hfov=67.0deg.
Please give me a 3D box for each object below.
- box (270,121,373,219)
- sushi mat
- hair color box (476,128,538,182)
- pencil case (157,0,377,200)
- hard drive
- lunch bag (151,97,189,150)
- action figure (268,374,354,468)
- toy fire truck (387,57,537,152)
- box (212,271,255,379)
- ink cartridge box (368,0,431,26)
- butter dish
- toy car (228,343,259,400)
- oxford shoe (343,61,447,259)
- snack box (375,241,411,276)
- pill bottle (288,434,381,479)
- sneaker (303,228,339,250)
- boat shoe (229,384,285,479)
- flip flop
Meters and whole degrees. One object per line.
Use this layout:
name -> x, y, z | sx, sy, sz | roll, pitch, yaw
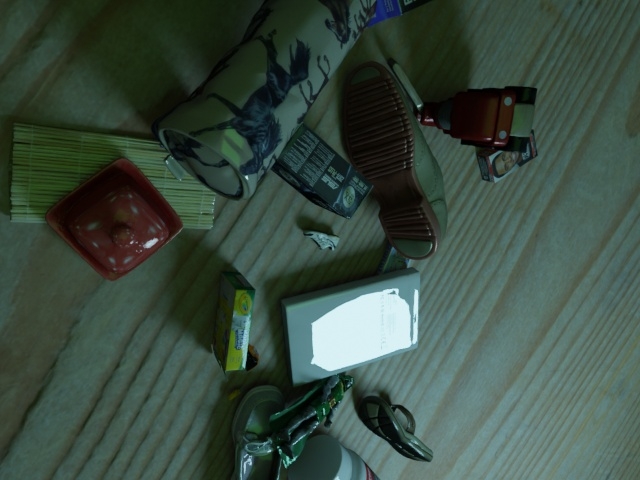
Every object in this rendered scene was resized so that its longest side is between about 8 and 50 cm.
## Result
box -> -0.020, -0.129, 0.860 | 0.180, 0.147, 0.077 | 37, 86, -31
sushi mat -> -0.325, -0.097, 0.791 | 0.317, 0.019, 0.151 | 2, 105, -27
hair color box -> 0.437, -0.199, 1.128 | 0.141, 0.043, 0.072 | -32, 117, -14
pencil case -> -0.077, -0.256, 0.732 | 0.160, 0.184, 0.410 | 41, 74, -34
hard drive -> 0.072, 0.184, 1.044 | 0.308, 0.040, 0.202 | -12, 114, -19
lunch bag -> -0.223, -0.183, 0.785 | 0.098, 0.065, 0.067 | -47, 118, -28
action figure -> -0.003, 0.356, 1.028 | 0.232, 0.064, 0.137 | -33, 124, -44
toy fire truck -> 0.254, -0.262, 0.932 | 0.247, 0.217, 0.158 | 1, 106, -12
box -> -0.164, 0.158, 0.898 | 0.043, 0.105, 0.179 | 5, 103, -27
ink cartridge box -> 0.144, -0.530, 0.882 | 0.208, 0.045, 0.206 | -30, 116, -14
butter dish -> -0.308, -0.019, 0.745 | 0.160, 0.118, 0.159 | -40, 121, -10
toy car -> -0.163, 0.258, 0.980 | 0.122, 0.060, 0.040 | -58, 166, 18
oxford shoe -> 0.159, -0.163, 0.974 | 0.146, 0.141, 0.396 | -40, 118, -46
snack box -> 0.166, 0.055, 1.080 | 0.064, 0.022, 0.178 | 18, 97, -28
pill bottle -> 0.058, 0.580, 1.103 | 0.161, 0.161, 0.283 | -40, 119, -11
sneaker -> 0.000, 0.000, 0.975 | 0.083, 0.032, 0.036 | 15, 98, -29
boat shoe -> -0.126, 0.458, 1.007 | 0.118, 0.103, 0.320 | 7, 101, -29
flip flop -> 0.191, 0.448, 1.173 | 0.277, 0.112, 0.080 | 47, 56, -27
